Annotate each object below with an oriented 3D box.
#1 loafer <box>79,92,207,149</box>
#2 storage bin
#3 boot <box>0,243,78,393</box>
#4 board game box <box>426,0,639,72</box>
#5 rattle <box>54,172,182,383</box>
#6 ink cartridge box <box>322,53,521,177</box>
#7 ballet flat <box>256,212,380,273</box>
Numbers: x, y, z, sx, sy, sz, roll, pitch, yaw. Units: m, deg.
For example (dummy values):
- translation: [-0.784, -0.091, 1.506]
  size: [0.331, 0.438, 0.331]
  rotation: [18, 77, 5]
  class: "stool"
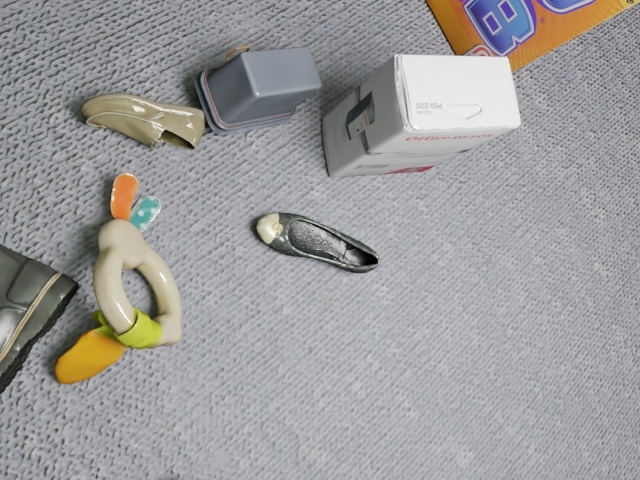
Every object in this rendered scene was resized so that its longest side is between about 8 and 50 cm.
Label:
- translation: [-0.207, -0.138, 0.723]
  size: [0.148, 0.056, 0.050]
  rotation: [1, 77, -22]
  class: "loafer"
- translation: [-0.071, -0.198, 0.748]
  size: [0.135, 0.091, 0.098]
  rotation: [-20, 91, -40]
  class: "storage bin"
- translation: [-0.371, 0.090, 0.631]
  size: [0.137, 0.077, 0.197]
  rotation: [34, 65, -6]
  class: "boot"
- translation: [0.352, -0.488, 0.826]
  size: [0.356, 0.356, 0.356]
  rotation: [-33, 96, -21]
  class: "board game box"
- translation: [-0.245, 0.043, 0.702]
  size: [0.130, 0.143, 0.199]
  rotation: [-3, 67, -54]
  class: "rattle"
- translation: [0.115, -0.150, 0.767]
  size: [0.159, 0.218, 0.092]
  rotation: [-6, 86, -23]
  class: "ink cartridge box"
- translation: [0.000, 0.000, 0.794]
  size: [0.173, 0.049, 0.057]
  rotation: [17, 77, -19]
  class: "ballet flat"
